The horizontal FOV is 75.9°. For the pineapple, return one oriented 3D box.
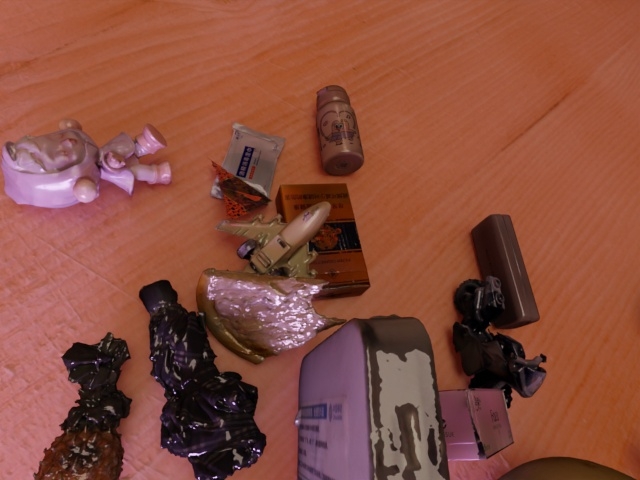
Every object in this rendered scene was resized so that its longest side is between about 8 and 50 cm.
[{"bbox_3d":[-0.335,0.256,0.600,0.111,0.119,0.237,12,62,-26],"label":"pineapple"}]

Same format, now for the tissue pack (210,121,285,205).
[{"bbox_3d":[-0.153,-0.164,0.891,0.122,0.026,0.193,15,64,-9],"label":"tissue pack"}]

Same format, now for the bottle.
[{"bbox_3d":[0.043,-0.261,0.957,0.110,0.097,0.209,23,54,-50],"label":"bottle"}]

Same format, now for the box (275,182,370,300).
[{"bbox_3d":[0.000,0.000,0.841,0.152,0.070,0.237,-4,69,-19],"label":"box"}]

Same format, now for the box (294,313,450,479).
[{"bbox_3d":[0.043,0.322,0.524,0.111,0.396,0.397,5,66,-12],"label":"box"}]

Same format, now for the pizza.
[{"bbox_3d":[-0.086,0.130,0.692,0.261,0.181,0.034,-3,20,14],"label":"pizza"}]

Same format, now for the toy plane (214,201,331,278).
[{"bbox_3d":[-0.078,0.022,0.740,0.256,0.104,0.242,-46,78,9],"label":"toy plane"}]

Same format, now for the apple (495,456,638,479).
[{"bbox_3d":[0.389,0.503,0.585,0.357,0.357,0.358,6,65,-14],"label":"apple"}]

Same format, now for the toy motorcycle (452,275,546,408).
[{"bbox_3d":[0.347,0.198,0.807,0.106,0.159,0.271,15,63,-34],"label":"toy motorcycle"}]

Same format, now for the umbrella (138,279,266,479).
[{"bbox_3d":[-0.193,0.206,0.662,0.154,0.128,0.337,-12,68,-19],"label":"umbrella"}]

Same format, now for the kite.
[{"bbox_3d":[-0.150,-0.093,0.817,0.125,0.008,0.222,13,33,-35],"label":"kite"}]

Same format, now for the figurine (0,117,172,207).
[{"bbox_3d":[-0.418,-0.135,0.746,0.275,0.133,0.200,-13,59,-26],"label":"figurine"}]

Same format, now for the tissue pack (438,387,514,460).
[{"bbox_3d":[0.207,0.291,0.660,0.246,0.148,0.093,29,49,-53],"label":"tissue pack"}]

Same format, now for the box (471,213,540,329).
[{"bbox_3d":[0.403,0.068,0.908,0.055,0.103,0.244,0,67,-12],"label":"box"}]
